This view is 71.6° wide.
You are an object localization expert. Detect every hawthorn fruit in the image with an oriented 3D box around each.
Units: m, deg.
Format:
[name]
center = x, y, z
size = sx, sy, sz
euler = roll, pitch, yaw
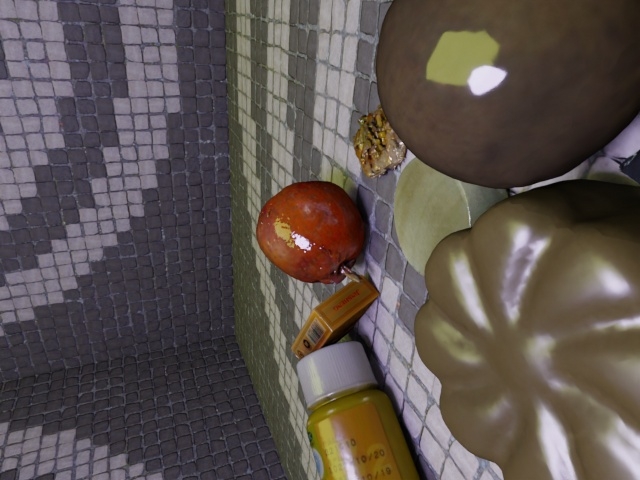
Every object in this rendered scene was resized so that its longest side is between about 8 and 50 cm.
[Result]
[hawthorn fruit]
center = 0.000, 0.000, 1.123
size = 0.307, 0.275, 0.276
euler = 49, 144, 30

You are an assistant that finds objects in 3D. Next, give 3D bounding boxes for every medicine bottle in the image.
[medicine bottle]
center = 0.080, 0.462, 1.088
size = 0.224, 0.224, 0.385
euler = 115, 141, -54

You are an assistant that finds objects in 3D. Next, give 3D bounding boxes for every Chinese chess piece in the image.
[Chinese chess piece]
center = 0.217, -0.040, 0.756
size = 0.237, 0.092, 0.238
euler = 173, 90, -68

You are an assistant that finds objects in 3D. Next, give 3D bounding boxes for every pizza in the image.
[pizza]
center = 0.127, -0.221, 0.955
size = 0.226, 0.069, 0.147
euler = 160, 103, -68

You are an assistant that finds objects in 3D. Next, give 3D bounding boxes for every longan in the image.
[longan]
center = 0.205, -0.206, 0.498
size = 0.297, 0.297, 0.298
euler = 172, 90, -68

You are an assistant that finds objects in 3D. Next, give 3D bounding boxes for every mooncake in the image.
[mooncake]
center = 0.281, 0.121, 0.508
size = 0.378, 0.200, 0.379
euler = 172, 90, -68

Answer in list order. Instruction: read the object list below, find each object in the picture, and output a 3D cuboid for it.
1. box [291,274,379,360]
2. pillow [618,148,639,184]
[box]
center = 0.033, 0.219, 1.181
size = 0.076, 0.174, 0.274
euler = 49, 147, 17
[pillow]
center = 0.371, -0.090, 0.341
size = 0.208, 0.055, 0.141
euler = -51, 45, 30
